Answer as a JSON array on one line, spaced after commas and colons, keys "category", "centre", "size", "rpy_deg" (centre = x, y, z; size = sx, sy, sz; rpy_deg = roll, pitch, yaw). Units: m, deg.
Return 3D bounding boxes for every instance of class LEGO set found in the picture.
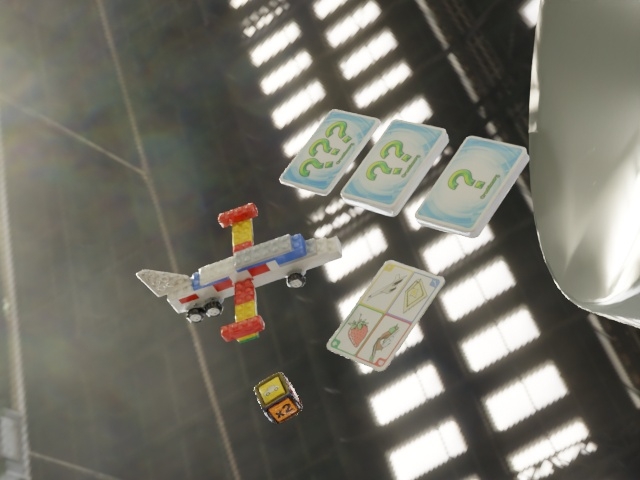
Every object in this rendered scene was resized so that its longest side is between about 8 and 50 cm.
[{"category": "LEGO set", "centre": [0.000, 0.000, 0.723], "size": [0.183, 0.060, 0.244], "rpy_deg": [19, -117, 39]}]

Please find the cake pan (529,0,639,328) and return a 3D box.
[{"category": "cake pan", "centre": [0.130, -0.099, 0.361], "size": [0.293, 0.054, 0.293], "rpy_deg": [-172, -90, -87]}]
